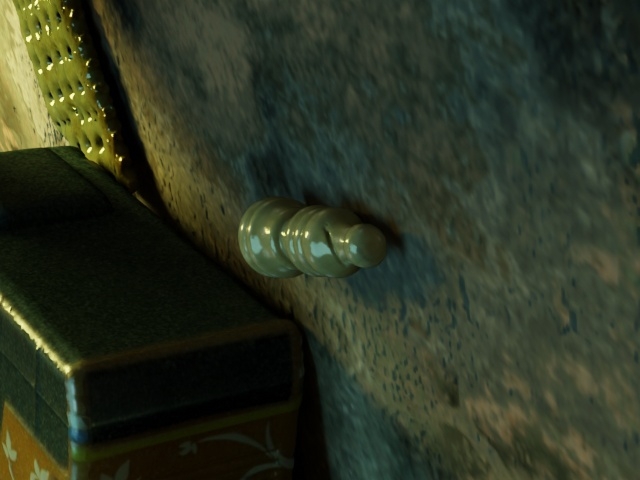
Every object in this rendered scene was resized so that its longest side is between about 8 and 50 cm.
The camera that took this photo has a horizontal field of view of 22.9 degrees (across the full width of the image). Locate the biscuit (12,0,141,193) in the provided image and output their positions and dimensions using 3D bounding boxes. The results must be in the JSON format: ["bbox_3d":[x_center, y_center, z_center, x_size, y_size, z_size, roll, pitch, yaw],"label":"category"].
[{"bbox_3d":[-0.159,-0.124,0.943,0.144,0.016,0.203,4,113,68],"label":"biscuit"}]

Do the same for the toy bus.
[{"bbox_3d":[-0.133,0.064,0.832,0.275,0.138,0.167,35,127,49],"label":"toy bus"}]

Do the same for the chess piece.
[{"bbox_3d":[0.000,0.000,0.635,0.092,0.035,0.035,4,114,64],"label":"chess piece"}]
